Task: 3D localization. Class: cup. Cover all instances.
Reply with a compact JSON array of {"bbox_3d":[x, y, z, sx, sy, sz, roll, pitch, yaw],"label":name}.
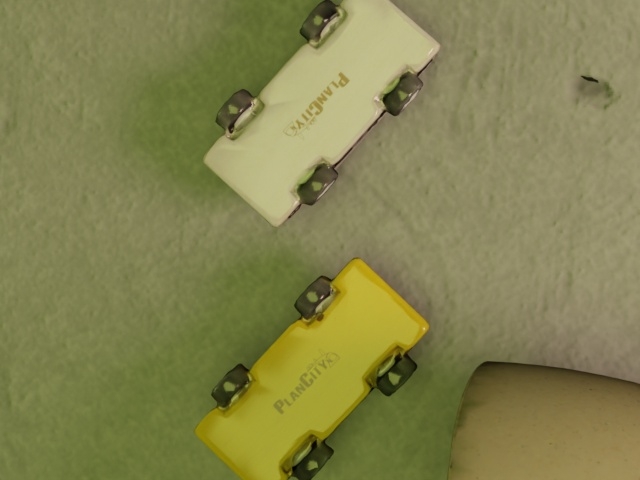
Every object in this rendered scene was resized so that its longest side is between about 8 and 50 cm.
[{"bbox_3d":[0.233,0.239,1.051,0.237,0.331,0.331,-5,93,18],"label":"cup"}]

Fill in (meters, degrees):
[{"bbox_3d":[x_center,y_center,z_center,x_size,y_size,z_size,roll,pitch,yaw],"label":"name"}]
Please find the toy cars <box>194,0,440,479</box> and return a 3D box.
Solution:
[{"bbox_3d":[0.000,0.000,1.223,0.176,0.087,0.394,2,92,7],"label":"toy cars"}]
